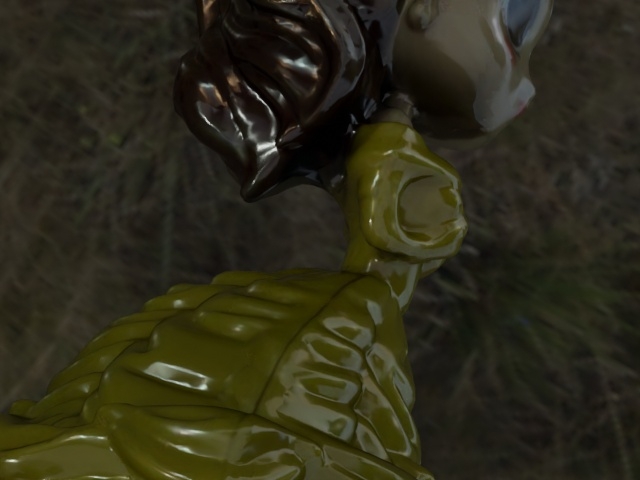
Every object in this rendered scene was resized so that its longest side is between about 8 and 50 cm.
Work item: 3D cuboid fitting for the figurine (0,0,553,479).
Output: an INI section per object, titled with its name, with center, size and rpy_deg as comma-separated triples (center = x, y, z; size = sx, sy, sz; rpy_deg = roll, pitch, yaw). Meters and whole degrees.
[figurine]
center = 0.004, 0.001, 0.559
size = 0.187, 0.168, 0.315
rpy_deg = 50, 55, -51
